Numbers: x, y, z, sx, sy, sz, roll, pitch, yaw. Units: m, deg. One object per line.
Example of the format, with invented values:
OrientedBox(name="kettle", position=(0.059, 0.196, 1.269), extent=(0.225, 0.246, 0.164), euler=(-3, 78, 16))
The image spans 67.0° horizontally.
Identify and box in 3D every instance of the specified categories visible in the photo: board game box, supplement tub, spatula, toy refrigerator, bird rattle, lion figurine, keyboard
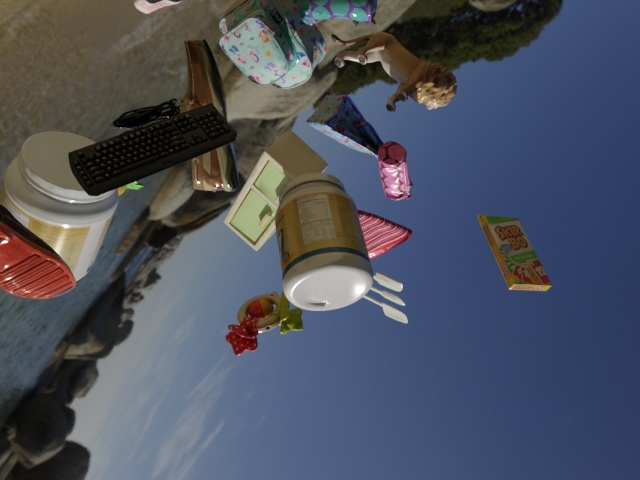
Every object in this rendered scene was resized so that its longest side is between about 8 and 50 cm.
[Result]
OrientedBox(name="board game box", position=(0.536, 0.023, 1.350), extent=(0.039, 0.124, 0.260), euler=(114, -27, -45))
OrientedBox(name="supplement tub", position=(-0.605, -0.067, 1.112), extent=(0.316, 0.228, 0.228), euler=(-52, -166, 32))
OrientedBox(name="spatula", position=(0.142, 0.138, 1.379), extent=(0.242, 0.168, 0.019), euler=(22, -124, 38))
OrientedBox(name="toy refrigerator", position=(-0.102, -0.090, 0.982), extent=(0.094, 0.102, 0.269), euler=(-50, -177, -39))
OrientedBox(name="bird rattle", position=(-0.188, 0.254, 1.556), extent=(0.253, 0.143, 0.207), euler=(-27, -149, -7))
OrientedBox(name="lion figurine", position=(0.236, -0.542, 1.489), extent=(0.240, 0.392, 0.142), euler=(-45, -178, -24))
OrientedBox(name="keyboard", position=(-0.203, -0.127, 0.572), extent=(0.192, 0.100, 0.038), euler=(-30, 154, -28))
OrientedBox(name="supplement tub", position=(0.000, 0.000, 0.805), extent=(0.144, 0.144, 0.200), euler=(-45, -138, 36))

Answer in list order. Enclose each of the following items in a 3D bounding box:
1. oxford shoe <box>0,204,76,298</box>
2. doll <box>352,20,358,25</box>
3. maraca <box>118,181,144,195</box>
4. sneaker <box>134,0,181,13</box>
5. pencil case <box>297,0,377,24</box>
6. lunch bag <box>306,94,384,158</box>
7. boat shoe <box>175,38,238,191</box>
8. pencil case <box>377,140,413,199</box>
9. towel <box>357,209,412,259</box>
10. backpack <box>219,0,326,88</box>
OrientedBox(name="oxford shoe", position=(-0.474, 0.005, 0.748), extent=(0.096, 0.098, 0.271), euler=(-26, 150, -9))
OrientedBox(name="doll", position=(0.061, -0.568, 1.129), extent=(0.189, 0.129, 0.046), euler=(-32, -163, -25))
OrientedBox(name="maraca", position=(-0.606, -0.165, 1.383), extent=(0.127, 0.185, 0.099), euler=(75, 16, -83))
OrientedBox(name="sneaker", position=(-0.422, -0.624, 1.247), extent=(0.070, 0.051, 0.134), euler=(-6, -155, 39))
OrientedBox(name="pencil case", position=(0.035, -0.467, 0.963), extent=(0.064, 0.151, 0.070), euler=(-67, 158, -50))
OrientedBox(name="lunch bag", position=(0.122, -0.397, 1.804), extent=(0.138, 0.293, 0.221), euler=(-53, -155, 1))
OrientedBox(name="boat shoe", position=(-0.255, -0.251, 1.027), extent=(0.122, 0.119, 0.324), euler=(-111, -167, -67))
OrientedBox(name="pencil case", position=(0.238, -0.214, 1.519), extent=(0.095, 0.209, 0.098), euler=(-38, -122, -6))
OrientedBox(name="towel", position=(0.089, 0.003, 1.184), extent=(0.198, 0.274, 0.031), euler=(-32, -116, 28))
OrientedBox(name="backpack", position=(-0.119, -0.521, 1.269), extent=(0.225, 0.253, 0.191), euler=(-4, -126, 46))
